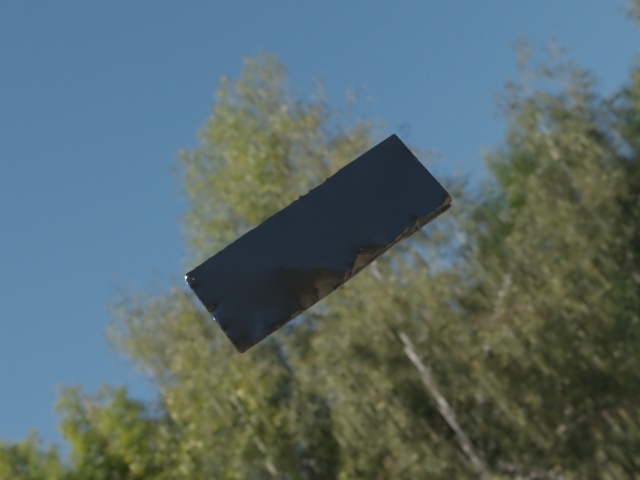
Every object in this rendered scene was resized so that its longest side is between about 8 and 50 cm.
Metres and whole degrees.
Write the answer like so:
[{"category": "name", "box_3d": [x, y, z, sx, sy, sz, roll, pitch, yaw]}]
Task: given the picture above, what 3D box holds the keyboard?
[{"category": "keyboard", "box_3d": [0.000, 0.001, 1.105, 0.196, 0.074, 0.015, -35, -19, -16]}]
